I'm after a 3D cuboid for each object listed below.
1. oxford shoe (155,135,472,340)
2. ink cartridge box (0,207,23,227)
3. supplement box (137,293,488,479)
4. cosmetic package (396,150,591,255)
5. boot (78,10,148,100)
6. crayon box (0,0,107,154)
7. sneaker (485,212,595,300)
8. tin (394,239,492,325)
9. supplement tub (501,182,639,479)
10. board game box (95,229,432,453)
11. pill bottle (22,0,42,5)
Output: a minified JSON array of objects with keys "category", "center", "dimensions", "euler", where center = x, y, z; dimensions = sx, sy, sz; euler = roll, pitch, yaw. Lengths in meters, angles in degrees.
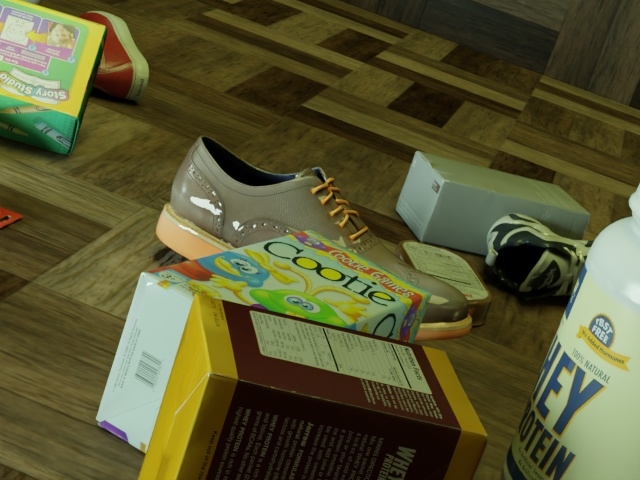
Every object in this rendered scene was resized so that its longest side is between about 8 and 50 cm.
[{"category":"oxford shoe","center":[0.000,0.000,1.535],"dimensions":[0.364,0.132,0.130],"euler":[22,17,12]},{"category":"ink cartridge box","center":[-0.378,-0.051,1.544],"dimensions":[0.115,0.029,0.063],"euler":[21,18,8]},{"category":"supplement box","center":[-0.016,0.166,1.006],"dimensions":[0.194,0.191,0.129],"euler":[14,19,-14]},{"category":"cosmetic package","center":[0.240,-0.040,2.022],"dimensions":[0.238,0.107,0.127],"euler":[10,20,-17]},{"category":"boot","center":[-0.377,-0.293,2.174],"dimensions":[0.176,0.088,0.244],"euler":[7,25,-29]},{"category":"crayon box","center":[-0.423,-0.227,1.812],"dimensions":[0.279,0.081,0.165],"euler":[16,52,-9]},{"category":"sneaker","center":[0.318,0.044,1.871],"dimensions":[0.235,0.094,0.153],"euler":[27,24,10]},{"category":"tin","center":[0.146,0.049,1.773],"dimensions":[0.106,0.040,0.189],"euler":[10,20,-14]},{"category":"supplement tub","center":[0.315,0.122,1.254],"dimensions":[0.235,0.324,0.235],"euler":[17,18,-6]},{"category":"board game box","center":[-0.041,0.098,1.260],"dimensions":[0.142,0.144,0.275],"euler":[28,21,23]},{"category":"pill bottle","center":[-0.570,-0.514,2.388],"dimensions":[0.229,0.229,0.407],"euler":[11,19,-24]}]
